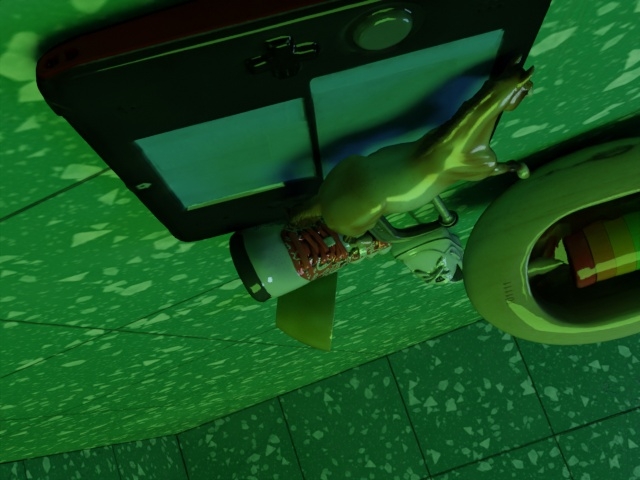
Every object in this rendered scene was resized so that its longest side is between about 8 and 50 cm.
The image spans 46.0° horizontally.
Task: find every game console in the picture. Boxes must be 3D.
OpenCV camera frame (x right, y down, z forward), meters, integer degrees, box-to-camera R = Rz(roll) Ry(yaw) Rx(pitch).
[{"bbox_3d":[-0.003,-0.098,0.635,0.342,0.060,0.386,-19,165,-2],"label":"game console"}]

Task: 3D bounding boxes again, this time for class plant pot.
[{"bbox_3d":[-0.025,0.115,1.264,0.095,0.134,0.134,5,164,1],"label":"plant pot"}]

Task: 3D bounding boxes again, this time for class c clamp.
[{"bbox_3d":[0.109,-0.035,0.819,0.137,0.022,0.161,-17,156,10],"label":"c clamp"}]

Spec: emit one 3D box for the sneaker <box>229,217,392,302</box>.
[{"bbox_3d":[0.000,-0.001,0.886,0.145,0.090,0.270,-24,175,14],"label":"sneaker"}]

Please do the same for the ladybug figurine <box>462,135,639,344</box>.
[{"bbox_3d":[0.424,-0.011,1.118,0.449,0.305,0.162,-14,-157,5],"label":"ladybug figurine"}]

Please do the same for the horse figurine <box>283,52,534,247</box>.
[{"bbox_3d":[0.075,-0.054,0.663,0.263,0.066,0.174,-21,165,17],"label":"horse figurine"}]

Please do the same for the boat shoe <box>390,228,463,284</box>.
[{"bbox_3d":[0.199,0.033,1.293,0.095,0.084,0.258,-27,164,27],"label":"boat shoe"}]
